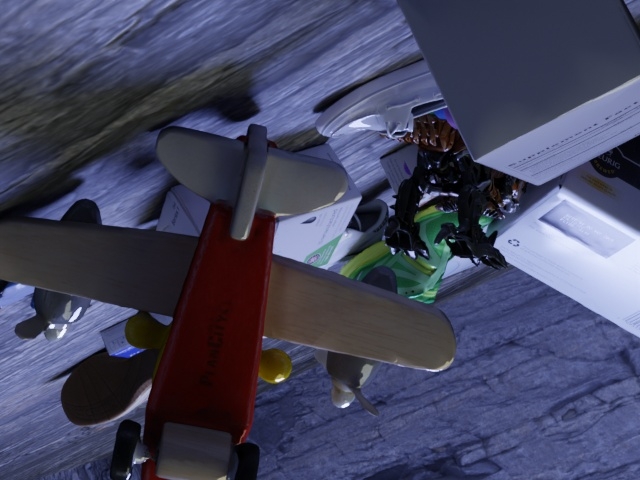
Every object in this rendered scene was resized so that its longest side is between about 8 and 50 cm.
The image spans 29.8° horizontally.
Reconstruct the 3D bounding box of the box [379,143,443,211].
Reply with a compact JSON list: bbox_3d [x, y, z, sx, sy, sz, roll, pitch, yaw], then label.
[{"bbox_3d":[0.158,-0.084,1.804,0.063,0.067,0.324,-26,169,11],"label":"box"}]

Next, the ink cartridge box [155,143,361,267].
[{"bbox_3d":[-0.082,-0.015,1.460,0.219,0.092,0.160,-19,154,-29],"label":"ink cartridge box"}]

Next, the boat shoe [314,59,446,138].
[{"bbox_3d":[0.086,-0.147,1.329,0.184,0.063,0.066,-23,170,-7],"label":"boat shoe"}]

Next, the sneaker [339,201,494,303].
[{"bbox_3d":[0.161,0.028,1.831,0.295,0.123,0.109,-37,165,33],"label":"sneaker"}]

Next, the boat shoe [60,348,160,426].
[{"bbox_3d":[-0.323,0.237,2.170,0.341,0.121,0.110,-30,167,24],"label":"boat shoe"}]

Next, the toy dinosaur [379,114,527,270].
[{"bbox_3d":[0.167,-0.086,1.573,0.322,0.218,0.164,19,170,-31],"label":"toy dinosaur"}]

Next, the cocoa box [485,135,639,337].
[{"bbox_3d":[0.459,-0.040,1.771,0.231,0.347,0.228,-44,-160,58],"label":"cocoa box"}]

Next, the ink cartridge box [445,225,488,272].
[{"bbox_3d":[0.286,-0.007,2.403,0.308,0.091,0.385,-18,169,-30],"label":"ink cartridge box"}]

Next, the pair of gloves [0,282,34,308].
[{"bbox_3d":[-0.328,0.050,1.508,0.159,0.023,0.198,-26,169,21],"label":"pair of gloves"}]

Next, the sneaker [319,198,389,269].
[{"bbox_3d":[0.000,0.000,1.861,0.235,0.090,0.095,-26,161,-23],"label":"sneaker"}]

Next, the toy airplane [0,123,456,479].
[{"bbox_3d":[-0.107,0.064,1.250,0.384,0.386,0.272,-34,-178,-6],"label":"toy airplane"}]

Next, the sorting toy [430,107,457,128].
[{"bbox_3d":[0.256,-0.185,1.514,0.365,0.127,0.126,-11,-167,-40],"label":"sorting toy"}]

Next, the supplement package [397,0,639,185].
[{"bbox_3d":[0.220,-0.176,1.168,0.175,0.177,0.293,-27,169,18],"label":"supplement package"}]

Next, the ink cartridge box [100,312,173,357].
[{"bbox_3d":[-0.255,0.134,2.018,0.207,0.046,0.097,-25,169,6],"label":"ink cartridge box"}]
